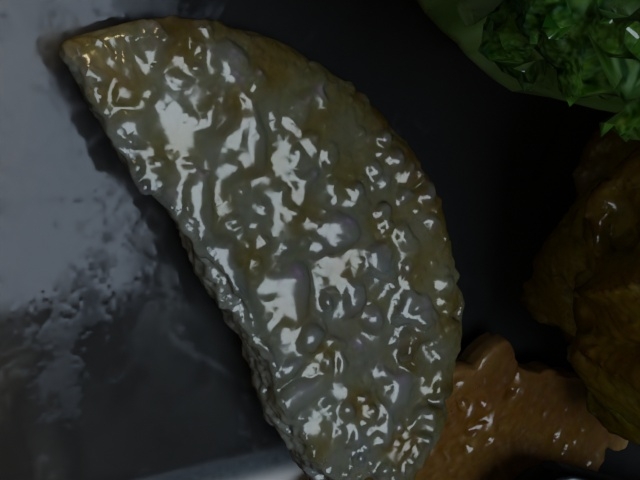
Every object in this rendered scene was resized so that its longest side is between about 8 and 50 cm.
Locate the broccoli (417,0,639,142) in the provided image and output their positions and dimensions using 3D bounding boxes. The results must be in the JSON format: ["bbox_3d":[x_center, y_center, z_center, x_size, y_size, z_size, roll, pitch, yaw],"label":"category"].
[{"bbox_3d":[0.144,-0.210,0.397,0.321,0.310,0.413,-44,86,-4],"label":"broccoli"}]

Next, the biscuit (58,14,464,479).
[{"bbox_3d":[-0.001,0.000,0.502,0.141,0.038,0.289,-37,111,-21],"label":"biscuit"}]

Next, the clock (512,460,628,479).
[{"bbox_3d":[0.176,0.285,0.633,0.279,0.049,0.273,20,92,-30],"label":"clock"}]

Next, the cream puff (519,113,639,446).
[{"bbox_3d":[0.220,0.022,0.540,0.244,0.196,0.244,-12,108,-40],"label":"cream puff"}]

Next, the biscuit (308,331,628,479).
[{"bbox_3d":[0.086,0.136,0.593,0.250,0.035,0.162,-11,103,-27],"label":"biscuit"}]
